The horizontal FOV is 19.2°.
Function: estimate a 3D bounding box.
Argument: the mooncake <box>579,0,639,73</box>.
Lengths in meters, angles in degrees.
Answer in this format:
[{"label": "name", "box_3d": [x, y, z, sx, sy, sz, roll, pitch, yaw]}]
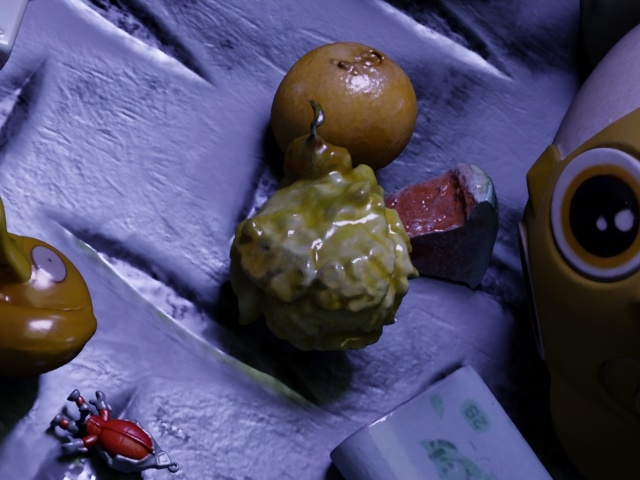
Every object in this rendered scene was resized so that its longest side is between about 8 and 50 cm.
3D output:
[{"label": "mooncake", "box_3d": [0.446, -0.261, 2.024, 0.351, 0.351, 0.187, 16, 54, -20]}]

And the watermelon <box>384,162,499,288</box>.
[{"label": "watermelon", "box_3d": [0.107, -0.010, 1.862, 0.121, 0.158, 0.098, 58, 14, -46]}]

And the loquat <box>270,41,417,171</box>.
[{"label": "loquat", "box_3d": [0.021, -0.128, 1.828, 0.141, 0.141, 0.141, 14, 56, -21]}]

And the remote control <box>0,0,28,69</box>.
[{"label": "remote control", "box_3d": [-0.319, -0.320, 1.786, 0.145, 0.050, 0.344, 22, 54, -13]}]

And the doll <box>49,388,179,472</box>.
[{"label": "doll", "box_3d": [-0.172, 0.171, 1.598, 0.114, 0.039, 0.057, 30, 29, 0]}]

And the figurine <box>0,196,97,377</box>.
[{"label": "figurine", "box_3d": [-0.305, 0.058, 1.523, 0.228, 0.215, 0.215, -39, 84, -25]}]

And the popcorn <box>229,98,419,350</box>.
[{"label": "popcorn", "box_3d": [0.008, 0.000, 1.718, 0.173, 0.168, 0.195, 52, 47, -37]}]

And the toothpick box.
[{"label": "toothpick box", "box_3d": [0.386, 0.002, 1.773, 0.409, 0.409, 0.425, 31, 57, -8]}]

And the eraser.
[{"label": "eraser", "box_3d": [0.135, 0.244, 1.693, 0.174, 0.081, 0.227, -27, 77, -37]}]
